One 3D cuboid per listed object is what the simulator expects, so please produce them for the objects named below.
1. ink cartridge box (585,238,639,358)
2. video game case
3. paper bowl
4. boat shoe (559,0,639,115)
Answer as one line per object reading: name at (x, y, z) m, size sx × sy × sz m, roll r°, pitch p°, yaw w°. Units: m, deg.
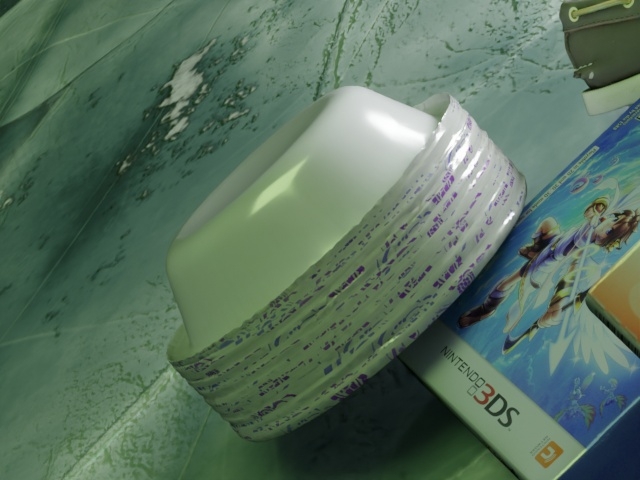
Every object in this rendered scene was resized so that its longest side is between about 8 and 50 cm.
ink cartridge box at (0.263, 0.022, 0.927) m, size 0.179 × 0.045 × 0.145 m, roll -45°, pitch 72°, yaw 0°
video game case at (0.197, 0.034, 1.068) m, size 0.269 × 0.061 × 0.244 m, roll -44°, pitch 29°, yaw -2°
paper bowl at (0.000, 0.000, 1.201) m, size 0.284 × 0.148 × 0.284 m, roll -41°, pitch 11°, yaw 9°
boat shoe at (0.306, -0.179, 1.161) m, size 0.305 × 0.091 × 0.109 m, roll -22°, pitch 2°, yaw 36°
